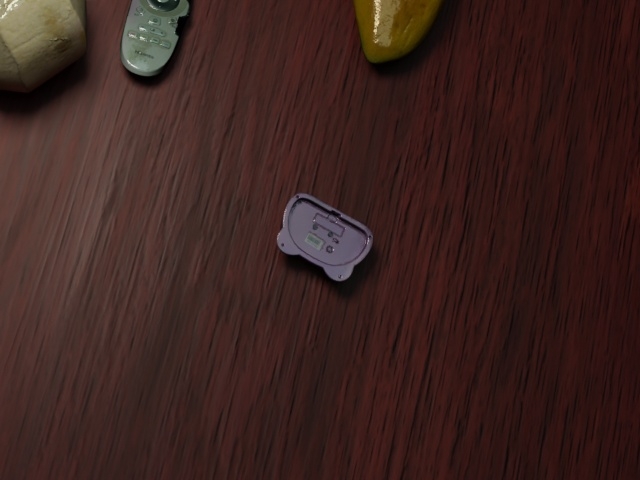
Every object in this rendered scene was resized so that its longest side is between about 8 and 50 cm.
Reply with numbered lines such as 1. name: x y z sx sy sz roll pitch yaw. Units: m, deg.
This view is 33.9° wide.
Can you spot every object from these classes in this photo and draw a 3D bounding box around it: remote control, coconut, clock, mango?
1. remote control: -0.265 -0.381 1.733 0.097 0.045 0.256 19 71 -10
2. coconut: -0.460 -0.351 1.595 0.241 0.241 0.241 3 77 -13
3. clock: 0.000 0.000 1.703 0.153 0.050 0.110 29 72 -5
4. mango: 0.135 -0.447 1.804 0.177 0.119 0.316 14 79 -18
